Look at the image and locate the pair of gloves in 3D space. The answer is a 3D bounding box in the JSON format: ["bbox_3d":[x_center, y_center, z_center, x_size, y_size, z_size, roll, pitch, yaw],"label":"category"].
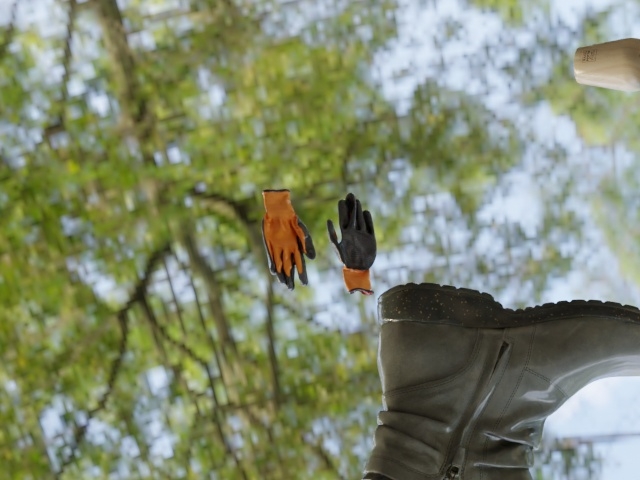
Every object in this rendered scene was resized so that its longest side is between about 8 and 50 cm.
[{"bbox_3d":[0.000,0.000,1.248,0.083,0.010,0.074,4,-115,-23],"label":"pair of gloves"}]

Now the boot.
[{"bbox_3d":[0.148,0.125,1.318,0.246,0.083,0.161,6,-107,-11],"label":"boot"}]

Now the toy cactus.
[{"bbox_3d":[0.318,-0.160,1.678,0.180,0.112,0.219,0,-99,24],"label":"toy cactus"}]
